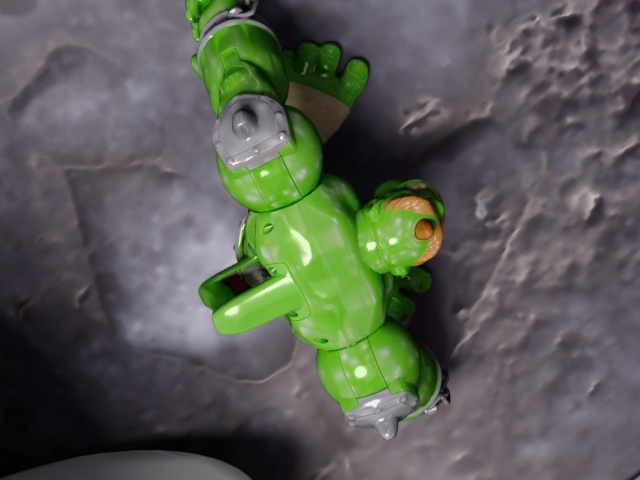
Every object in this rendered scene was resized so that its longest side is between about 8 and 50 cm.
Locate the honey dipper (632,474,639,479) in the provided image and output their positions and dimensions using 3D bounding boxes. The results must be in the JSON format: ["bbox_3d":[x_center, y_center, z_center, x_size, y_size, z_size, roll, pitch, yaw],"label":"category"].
[{"bbox_3d":[0.174,0.077,0.857,0.160,0.030,0.030,-38,105,14],"label":"honey dipper"}]

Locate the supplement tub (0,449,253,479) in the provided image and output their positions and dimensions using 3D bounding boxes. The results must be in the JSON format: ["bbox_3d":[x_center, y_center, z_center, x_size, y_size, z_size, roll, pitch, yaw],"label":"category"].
[{"bbox_3d":[-0.077,0.244,0.823,0.191,0.191,0.272,-11,108,3],"label":"supplement tub"}]

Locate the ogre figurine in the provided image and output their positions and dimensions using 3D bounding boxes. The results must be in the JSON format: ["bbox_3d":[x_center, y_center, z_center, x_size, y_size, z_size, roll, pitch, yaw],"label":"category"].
[{"bbox_3d":[0.000,0.000,0.781,0.097,0.118,0.197,-5,109,1],"label":"ogre figurine"}]
